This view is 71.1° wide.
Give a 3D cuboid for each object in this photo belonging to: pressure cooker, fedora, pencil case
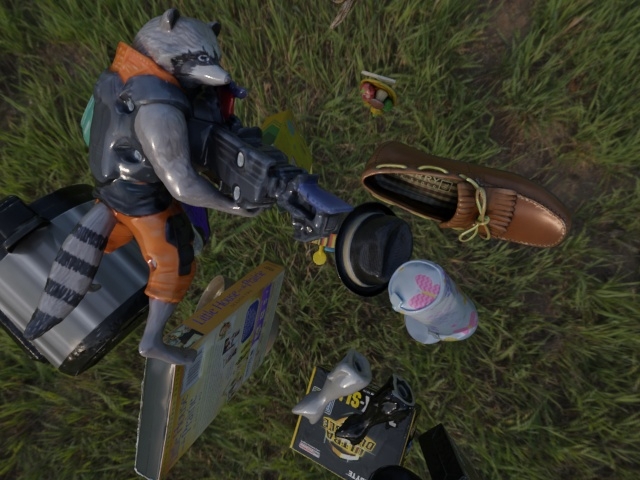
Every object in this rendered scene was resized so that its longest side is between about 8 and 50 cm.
[{"bbox_3d":[-0.606,0.067,1.104,0.420,0.375,0.370,47,119,-5],"label":"pressure cooker"},{"bbox_3d":[0.204,0.029,1.503,0.334,0.152,0.334,1,88,-33],"label":"fedora"},{"bbox_3d":[0.244,0.134,0.952,0.124,0.273,0.113,-30,54,17],"label":"pencil case"}]

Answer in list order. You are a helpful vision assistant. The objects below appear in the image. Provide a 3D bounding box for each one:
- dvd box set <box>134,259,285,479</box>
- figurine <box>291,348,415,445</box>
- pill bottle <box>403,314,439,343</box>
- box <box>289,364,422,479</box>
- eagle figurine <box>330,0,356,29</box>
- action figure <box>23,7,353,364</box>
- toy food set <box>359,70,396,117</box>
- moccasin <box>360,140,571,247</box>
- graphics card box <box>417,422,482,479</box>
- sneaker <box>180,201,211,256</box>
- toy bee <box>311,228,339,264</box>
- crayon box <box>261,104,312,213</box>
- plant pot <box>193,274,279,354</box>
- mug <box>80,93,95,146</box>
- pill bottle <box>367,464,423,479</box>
[{"bbox_3d":[-0.219,0.252,0.965,0.062,0.420,0.307,21,115,14],"label":"dvd box set"},{"bbox_3d":[0.069,0.373,1.025,0.215,0.092,0.209,35,111,-19],"label":"figurine"},{"bbox_3d":[0.373,0.249,1.547,0.160,0.283,0.160,2,96,15],"label":"pill bottle"},{"bbox_3d":[0.095,0.526,1.259,0.322,0.079,0.257,16,85,32],"label":"box"},{"bbox_3d":[0.026,-0.575,0.766,0.225,0.298,0.226,-9,53,35],"label":"eagle figurine"},{"bbox_3d":[-0.149,-0.046,0.424,0.341,0.178,0.330,28,106,42],"label":"action figure"},{"bbox_3d":[0.175,-0.456,1.448,0.128,0.218,0.071,24,88,11],"label":"toy food set"},{"bbox_3d":[0.260,-0.075,0.825,0.380,0.139,0.147,25,45,7],"label":"moccasin"},{"bbox_3d":[0.420,0.721,1.234,0.094,0.233,0.371,-35,99,7],"label":"graphics card box"},{"bbox_3d":[-0.401,-0.110,1.302,0.102,0.146,0.293,-9,114,19],"label":"sneaker"},{"bbox_3d":[0.000,0.000,1.765,0.162,0.298,0.195,9,71,-6],"label":"toy bee"},{"bbox_3d":[-0.105,-0.250,1.332,0.081,0.318,0.202,-15,122,16],"label":"crayon box"},{"bbox_3d":[-0.330,0.334,1.769,0.280,0.323,0.323,26,80,-25],"label":"plant pot"},{"bbox_3d":[-0.290,-0.194,0.674,0.097,0.129,0.158,25,105,-25],"label":"mug"},{"bbox_3d":[0.106,0.499,0.768,0.123,0.123,0.219,15,121,-1],"label":"pill bottle"}]
